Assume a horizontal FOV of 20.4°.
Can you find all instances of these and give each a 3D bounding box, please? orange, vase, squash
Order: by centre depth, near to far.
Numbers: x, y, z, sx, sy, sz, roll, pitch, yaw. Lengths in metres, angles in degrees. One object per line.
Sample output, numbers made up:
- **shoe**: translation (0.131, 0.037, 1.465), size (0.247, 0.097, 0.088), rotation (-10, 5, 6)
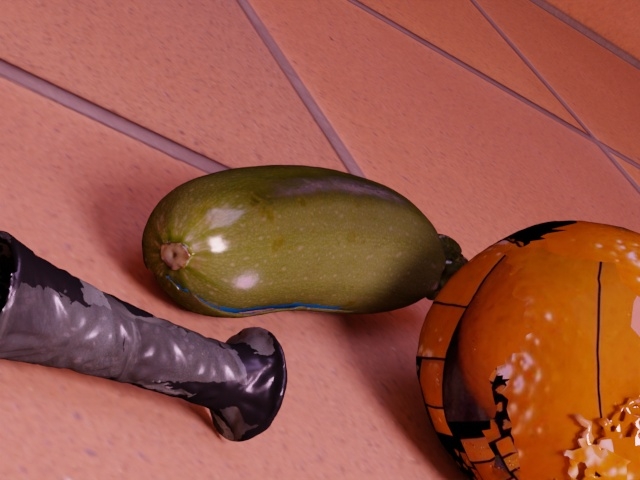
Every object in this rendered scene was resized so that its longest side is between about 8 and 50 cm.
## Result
- **vase**: translation (-0.092, 0.047, 0.825), size (0.167, 0.059, 0.059), rotation (24, 22, -40)
- **orange**: translation (0.169, 0.091, 1.050), size (0.234, 0.182, 0.234), rotation (23, 30, -14)
- **squash**: translation (0.000, 0.000, 1.084), size (0.094, 0.094, 0.341), rotation (46, 22, 24)
